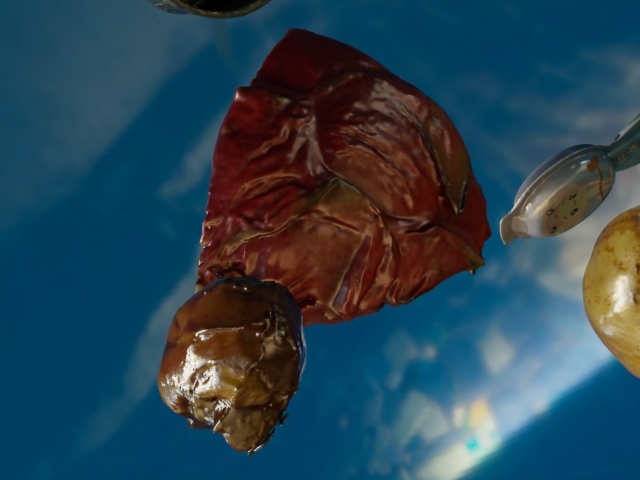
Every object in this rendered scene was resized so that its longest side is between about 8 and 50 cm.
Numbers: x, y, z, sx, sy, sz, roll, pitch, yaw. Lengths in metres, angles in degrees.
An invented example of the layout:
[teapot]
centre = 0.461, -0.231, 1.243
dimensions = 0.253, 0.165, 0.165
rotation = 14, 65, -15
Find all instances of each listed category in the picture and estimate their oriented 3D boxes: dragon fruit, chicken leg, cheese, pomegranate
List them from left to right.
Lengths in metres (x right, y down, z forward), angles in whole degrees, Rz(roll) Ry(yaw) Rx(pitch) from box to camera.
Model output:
[chicken leg]
centre = -0.068, 0.075, 1.144
dimensions = 0.093, 0.304, 0.113
rotation = 29, -93, -7
[dragon fruit]
centre = 0.000, 0.000, 1.634
dimensions = 0.330, 0.302, 0.240
rotation = -52, -15, -27
[cheese]
centre = 0.307, -0.074, 1.861
dimensions = 0.244, 0.052, 0.135
rotation = -33, -29, -7
[pomegranate]
centre = 0.450, 0.068, 2.059
dimensions = 0.248, 0.248, 0.248
rotation = -13, -41, -11

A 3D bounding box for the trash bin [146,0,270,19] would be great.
[trash bin]
centre = -0.132, -0.304, 1.677
dimensions = 0.175, 0.175, 0.161
rotation = -3, 0, -21
